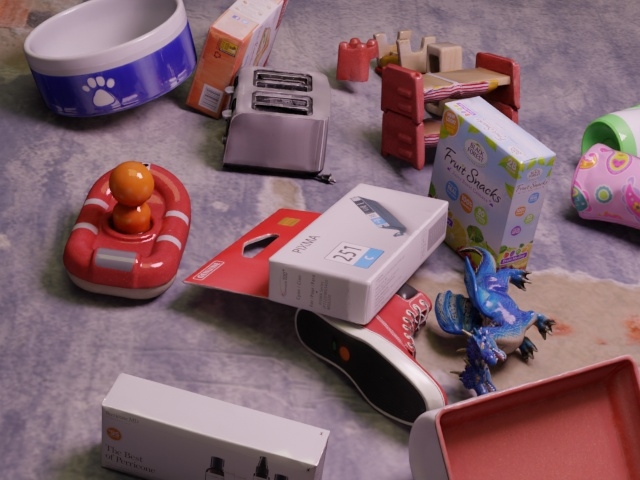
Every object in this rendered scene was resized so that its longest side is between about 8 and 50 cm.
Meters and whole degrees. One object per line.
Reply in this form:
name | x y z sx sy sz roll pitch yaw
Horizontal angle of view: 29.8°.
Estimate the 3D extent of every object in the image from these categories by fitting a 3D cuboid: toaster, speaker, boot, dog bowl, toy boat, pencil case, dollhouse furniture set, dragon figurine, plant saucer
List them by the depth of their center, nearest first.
plant saucer | 0.243 0.271 1.232 0.258 0.259 0.048 -12 -4 -27
boot | 0.109 0.127 1.498 0.176 0.088 0.244 -17 38 -34
dragon figurine | 0.205 0.080 1.550 0.144 0.085 0.289 11 40 -28
toy boat | -0.251 -0.038 1.599 0.151 0.151 0.231 8 34 -1
pencil case | 0.517 -0.054 1.785 0.284 0.124 0.124 21 36 30
toaster | -0.062 -0.185 1.888 0.186 0.110 0.168 6 35 -4
dog bowl | -0.336 -0.305 1.940 0.265 0.104 0.265 -10 31 6
speaker | 0.580 -0.162 1.975 0.297 0.131 0.131 -9 38 -24
dollhouse furniture set | 0.153 -0.247 2.028 0.201 0.152 0.374 -10 21 -24

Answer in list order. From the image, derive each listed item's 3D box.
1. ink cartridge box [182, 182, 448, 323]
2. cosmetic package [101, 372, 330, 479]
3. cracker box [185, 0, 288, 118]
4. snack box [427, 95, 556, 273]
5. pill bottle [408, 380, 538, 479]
ink cartridge box | 0.000 0.000 1.602 0.261 0.066 0.296 12 25 21
cosmetic package | -0.116 0.225 1.294 0.239 0.098 0.060 14 34 9
cracker box | -0.136 -0.326 2.030 0.067 0.155 0.232 25 37 4
snack box | 0.233 -0.072 1.701 0.070 0.207 0.174 -14 40 -29
pill bottle | 0.224 0.227 1.333 0.229 0.131 0.131 -11 39 -26
